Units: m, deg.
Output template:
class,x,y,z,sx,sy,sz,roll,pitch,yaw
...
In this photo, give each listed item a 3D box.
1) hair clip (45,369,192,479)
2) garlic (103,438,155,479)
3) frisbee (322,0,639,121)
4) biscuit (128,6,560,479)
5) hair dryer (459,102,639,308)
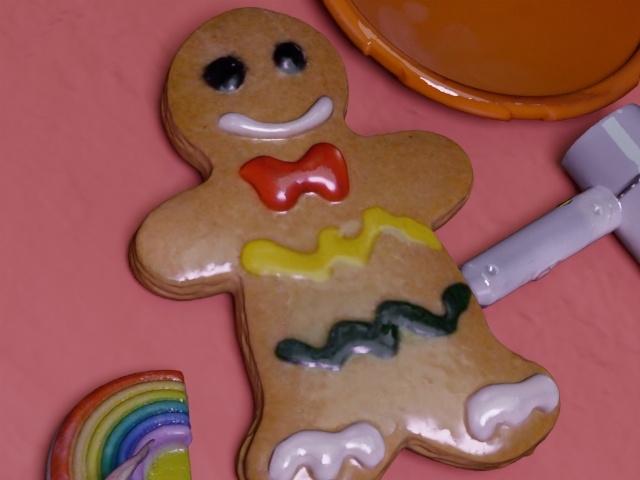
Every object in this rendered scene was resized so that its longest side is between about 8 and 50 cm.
class,x,y,z,sx,sy,sz,roll,pitch,yaw
hair clip,-0.076,0.131,0.754,0.060,0.033,0.188,4,59,-13
garlic,-0.158,0.109,0.690,0.198,0.090,0.128,18,79,-25
frisbee,0.081,-0.134,0.962,0.192,0.035,0.192,8,58,-13
biscuit,0.000,-0.001,0.842,0.158,0.035,0.240,-18,68,-17
hair dryer,0.118,0.001,0.893,0.137,0.047,0.082,-28,73,-24
